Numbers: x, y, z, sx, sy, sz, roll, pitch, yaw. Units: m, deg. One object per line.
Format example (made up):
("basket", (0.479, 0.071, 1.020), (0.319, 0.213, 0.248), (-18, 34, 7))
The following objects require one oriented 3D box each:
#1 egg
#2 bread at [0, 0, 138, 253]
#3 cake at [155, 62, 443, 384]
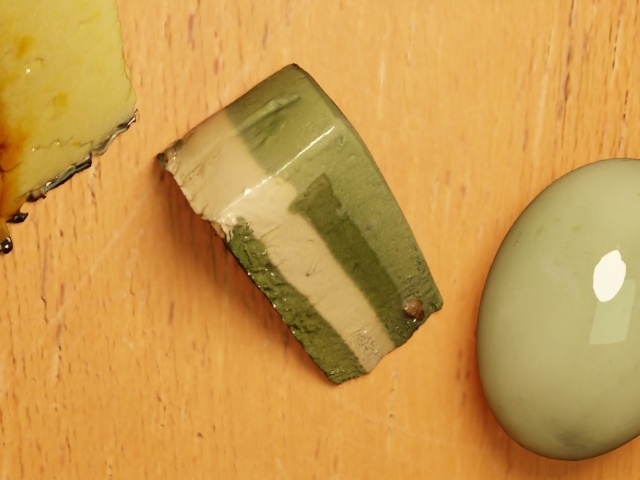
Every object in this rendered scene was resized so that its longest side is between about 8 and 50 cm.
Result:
("egg", (0.247, 0.062, 1.777), (0.203, 0.203, 0.282), (22, 95, -12))
("bread", (-0.333, -0.197, 1.733), (0.346, 0.242, 0.405), (-27, 134, -10))
("cake", (0.003, 0.004, 1.746), (0.158, 0.172, 0.283), (-35, 104, -2))
